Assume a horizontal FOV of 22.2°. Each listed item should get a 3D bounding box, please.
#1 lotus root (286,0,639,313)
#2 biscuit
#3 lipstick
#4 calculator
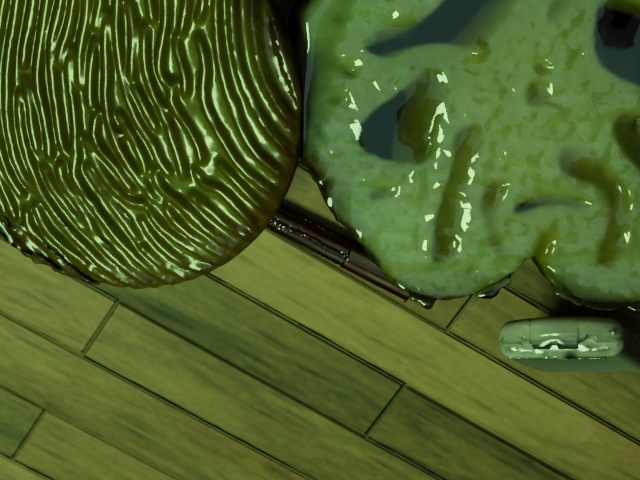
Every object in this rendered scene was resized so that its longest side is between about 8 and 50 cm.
[{"bbox_3d":[0.163,-0.120,1.245,0.390,0.111,0.375,13,113,-3],"label":"lotus root"},{"bbox_3d":[-0.163,-0.109,1.232,0.318,0.040,0.318,7,115,15],"label":"biscuit"},{"bbox_3d":[0.000,-0.001,1.342,0.176,0.027,0.027,28,112,-11],"label":"lipstick"},{"bbox_3d":[0.206,0.086,1.320,0.100,0.175,0.032,-2,80,19],"label":"calculator"}]
